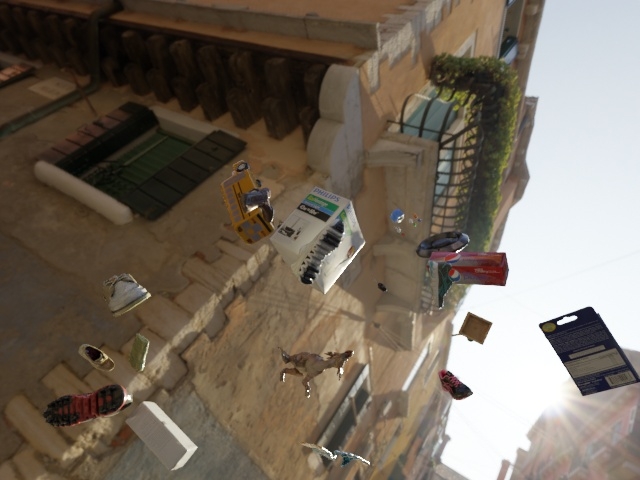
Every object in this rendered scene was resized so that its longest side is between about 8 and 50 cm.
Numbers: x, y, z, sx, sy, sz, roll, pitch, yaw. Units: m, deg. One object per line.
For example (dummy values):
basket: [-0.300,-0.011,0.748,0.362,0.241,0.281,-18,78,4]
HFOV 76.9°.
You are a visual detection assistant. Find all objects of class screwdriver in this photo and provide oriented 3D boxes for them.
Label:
screwdriver: [0.208,0.153,1.472,0.170,0.024,0.025,-125,-167,-74]

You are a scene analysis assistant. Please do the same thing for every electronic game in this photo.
electronic game: [0.530,0.020,1.765,0.229,0.229,0.048,-3,-66,51]

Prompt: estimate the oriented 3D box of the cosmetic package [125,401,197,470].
cosmetic package: [-0.537,0.657,1.366,0.231,0.085,0.117,36,-18,14]

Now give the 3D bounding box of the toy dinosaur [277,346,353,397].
toy dinosaur: [-0.027,0.446,1.454,0.296,0.200,0.127,1,-82,50]

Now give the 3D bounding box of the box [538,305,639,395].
box: [0.669,0.273,1.013,0.136,0.036,0.225,-32,-87,31]

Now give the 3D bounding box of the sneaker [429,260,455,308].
sneaker: [0.395,0.144,1.299,0.076,0.065,0.166,-7,-69,6]

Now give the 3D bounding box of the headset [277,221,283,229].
headset: [-0.116,-0.009,2.264,0.185,0.243,0.394,-3,-20,25]

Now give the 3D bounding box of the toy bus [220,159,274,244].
toy bus: [-0.257,-0.143,1.404,0.108,0.130,0.332,56,3,-46]

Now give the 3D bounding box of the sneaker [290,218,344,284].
sneaker: [-0.016,0.030,1.606,0.110,0.292,0.118,37,-2,-42]

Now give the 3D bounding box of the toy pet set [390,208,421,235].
toy pet set: [0.408,-0.102,1.992,0.114,0.122,0.065,54,19,27]

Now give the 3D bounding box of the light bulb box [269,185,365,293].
light bulb box: [0.000,0.000,1.964,0.225,0.361,0.358,27,-21,33]

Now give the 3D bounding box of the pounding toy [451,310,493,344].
pounding toy: [0.676,0.399,1.805,0.130,0.141,0.100,25,0,20]

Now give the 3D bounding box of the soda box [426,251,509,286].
soda box: [0.520,0.098,1.432,0.263,0.083,0.092,-1,-54,37]

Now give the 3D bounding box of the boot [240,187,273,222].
boot: [-0.176,-0.086,1.103,0.037,0.114,0.106,2,-71,26]

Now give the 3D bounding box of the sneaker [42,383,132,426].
sneaker: [-0.743,0.539,1.312,0.135,0.276,0.097,73,2,-67]

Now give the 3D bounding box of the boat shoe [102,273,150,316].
boat shoe: [-0.617,0.161,1.244,0.302,0.113,0.103,-12,-73,51]

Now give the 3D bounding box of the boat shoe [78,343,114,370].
boat shoe: [-0.759,0.402,1.375,0.045,0.050,0.135,-15,-51,41]

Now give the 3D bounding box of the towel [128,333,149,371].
towel: [-0.624,0.383,1.387,0.027,0.110,0.148,18,-12,-34]

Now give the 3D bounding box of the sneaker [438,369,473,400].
sneaker: [0.328,0.352,0.995,0.057,0.047,0.119,69,-15,-3]

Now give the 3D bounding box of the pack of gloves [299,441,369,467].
pack of gloves: [0.049,0.752,1.386,0.195,0.046,0.232,0,-34,21]
